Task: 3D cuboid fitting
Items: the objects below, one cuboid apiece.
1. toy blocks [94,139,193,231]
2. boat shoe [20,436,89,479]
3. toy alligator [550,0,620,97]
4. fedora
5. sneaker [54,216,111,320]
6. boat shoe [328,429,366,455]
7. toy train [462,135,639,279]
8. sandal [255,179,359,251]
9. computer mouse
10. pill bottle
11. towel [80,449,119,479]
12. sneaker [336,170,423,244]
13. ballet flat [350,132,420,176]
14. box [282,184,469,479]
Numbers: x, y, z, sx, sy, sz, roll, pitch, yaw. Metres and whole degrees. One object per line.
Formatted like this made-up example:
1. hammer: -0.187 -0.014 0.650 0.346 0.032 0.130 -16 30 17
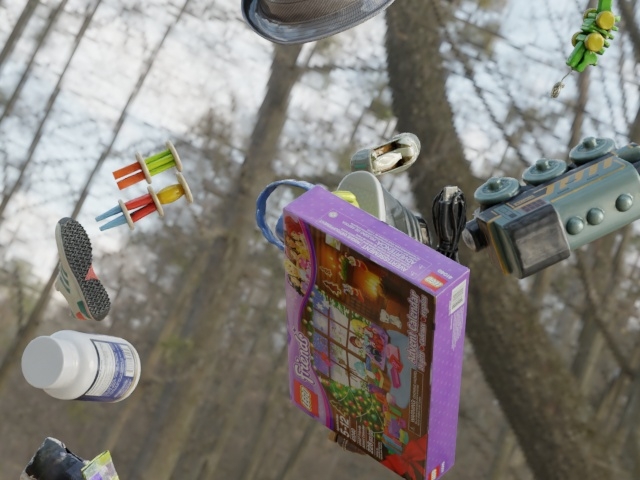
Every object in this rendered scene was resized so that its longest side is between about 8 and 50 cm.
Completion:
1. toy blocks: -0.277 -0.075 2.039 0.054 0.148 0.123 55 -14 41
2. boat shoe: -0.441 0.472 2.412 0.158 0.127 0.340 30 -24 7
3. toy alligator: 0.417 -0.296 2.083 0.051 0.189 0.056 24 5 -21
4. fedora: -0.011 -0.393 1.842 0.244 0.275 0.124 -17 -55 10
5. sneaker: -0.367 0.045 1.970 0.075 0.057 0.161 -6 -70 35
6. boat shoe: 0.090 0.256 2.120 0.073 0.207 0.073 22 -39 19
7. toy train: 0.394 -0.054 2.151 0.190 0.334 0.142 -133 -159 -66
8. sandal: 0.000 0.000 1.753 0.138 0.126 0.317 21 8 -22
9. computer mouse: 0.092 0.001 2.114 0.272 0.188 0.072 4 15 2
10. pill bottle: -0.327 0.171 1.836 0.094 0.094 0.169 17 -1 27
11. towel: -0.326 0.363 2.026 0.009 0.060 0.083 6 -60 39
12. sneaker: 0.093 0.057 1.965 0.105 0.295 0.147 -11 -20 32
13. ballet flat: 0.147 -0.166 2.663 0.068 0.072 0.213 -6 12 45
14. box: 0.053 0.106 1.416 0.201 0.057 0.293 30 -40 32
